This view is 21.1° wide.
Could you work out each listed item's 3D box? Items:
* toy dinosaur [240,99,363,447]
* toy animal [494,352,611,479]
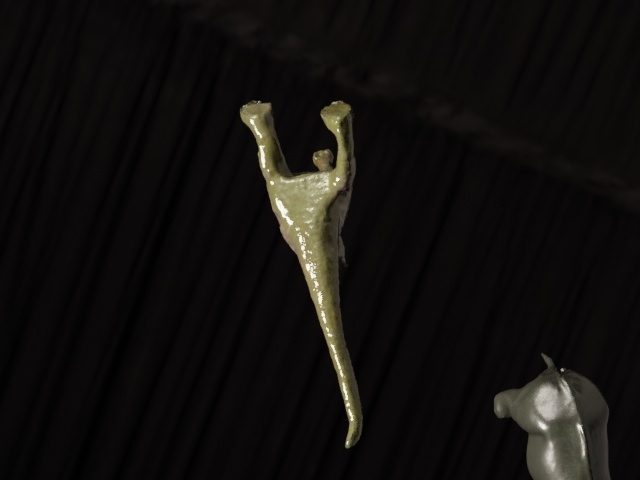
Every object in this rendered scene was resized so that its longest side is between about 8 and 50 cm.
[{"bbox_3d":[0.004,-0.002,1.259,0.072,0.200,0.251,-15,-154,-8],"label":"toy dinosaur"},{"bbox_3d":[0.210,0.226,1.501,0.114,0.245,0.146,-20,-177,-16],"label":"toy animal"}]
